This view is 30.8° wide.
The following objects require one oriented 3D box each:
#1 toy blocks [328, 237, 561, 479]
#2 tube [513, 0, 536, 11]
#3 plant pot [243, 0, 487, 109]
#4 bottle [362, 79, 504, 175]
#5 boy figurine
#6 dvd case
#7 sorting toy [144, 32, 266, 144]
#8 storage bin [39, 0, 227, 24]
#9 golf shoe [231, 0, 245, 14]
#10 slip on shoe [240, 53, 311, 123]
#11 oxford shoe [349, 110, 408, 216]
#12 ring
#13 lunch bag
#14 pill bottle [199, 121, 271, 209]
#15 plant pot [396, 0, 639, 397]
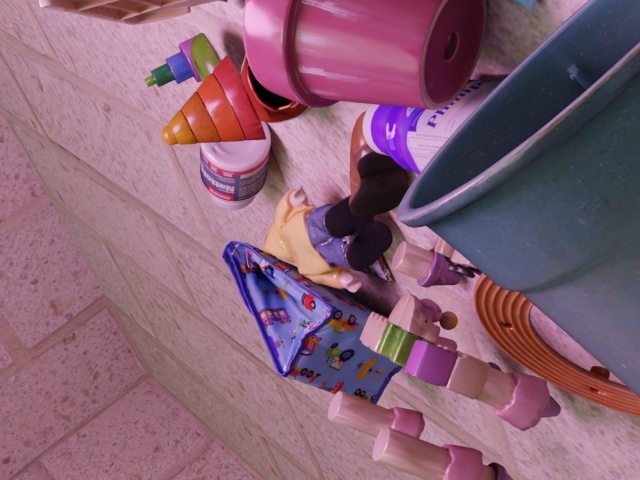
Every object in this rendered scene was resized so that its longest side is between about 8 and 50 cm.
[{"bbox_3d":[0.206,0.160,1.448,0.260,0.308,0.288,23,179,-13],"label":"toy blocks"},{"bbox_3d":[0.117,-0.287,1.055,0.207,0.052,0.080,39,161,21],"label":"tube"},{"bbox_3d":[0.054,-0.214,1.132,0.180,0.201,0.201,22,147,28],"label":"plant pot"},{"bbox_3d":[0.143,-0.111,1.190,0.283,0.118,0.092,16,140,60],"label":"bottle"},{"bbox_3d":[0.000,0.000,1.705,0.177,0.092,0.285,57,161,-10],"label":"boy figurine"},{"bbox_3d":[0.060,0.005,1.735,0.087,0.013,0.119,23,146,55],"label":"dvd case"},{"bbox_3d":[-0.184,-0.203,1.623,0.127,0.126,0.365,66,173,-26],"label":"sorting toy"},{"bbox_3d":[-0.198,-0.366,1.176,0.260,0.123,0.262,-30,-70,-78],"label":"storage bin"},{"bbox_3d":[-0.047,-0.348,1.210,0.105,0.120,0.272,42,157,31],"label":"golf shoe"},{"bbox_3d":[-0.054,-0.213,1.485,0.123,0.101,0.331,53,162,-6],"label":"slip on shoe"},{"bbox_3d":[0.070,-0.095,1.487,0.212,0.076,0.076,92,167,-64],"label":"oxford shoe"},{"bbox_3d":[0.312,0.095,1.128,0.337,0.032,0.336,19,155,9],"label":"ring"},{"bbox_3d":[-0.019,0.103,1.838,0.221,0.138,0.293,27,-164,-44],"label":"lunch bag"},{"bbox_3d":[-0.135,-0.120,1.817,0.108,0.108,0.180,47,160,15],"label":"pill bottle"},{"bbox_3d":[0.286,-0.014,0.766,0.334,0.341,0.341,47,161,-5],"label":"plant pot"}]
